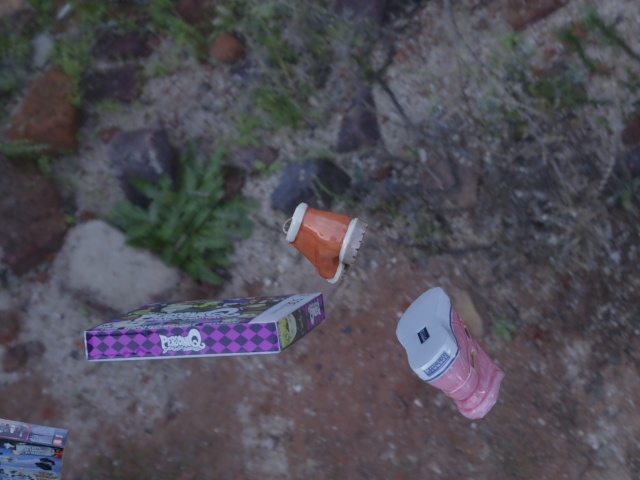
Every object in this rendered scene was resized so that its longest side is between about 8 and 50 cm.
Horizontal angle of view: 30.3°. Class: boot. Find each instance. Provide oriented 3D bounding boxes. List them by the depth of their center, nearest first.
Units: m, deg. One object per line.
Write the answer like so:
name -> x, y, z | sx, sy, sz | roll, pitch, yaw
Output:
boot -> 0.000, 0.000, 1.275 | 0.085, 0.158, 0.059 | 19, 72, 1

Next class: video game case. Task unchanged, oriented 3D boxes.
video game case -> -0.131, 0.101, 1.407 | 0.232, 0.210, 0.041 | -4, 95, 15

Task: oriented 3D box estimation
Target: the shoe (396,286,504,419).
shoe -> 0.126, 0.110, 1.152 | 0.063, 0.081, 0.178 | -43, 13, 11

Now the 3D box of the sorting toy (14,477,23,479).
sorting toy -> -0.245, 0.356, 1.241 | 0.038, 0.193, 0.208 | -37, 65, -28

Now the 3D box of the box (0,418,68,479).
box -> -0.356, 0.237, 1.327 | 0.137, 0.094, 0.027 | 11, 45, -8
